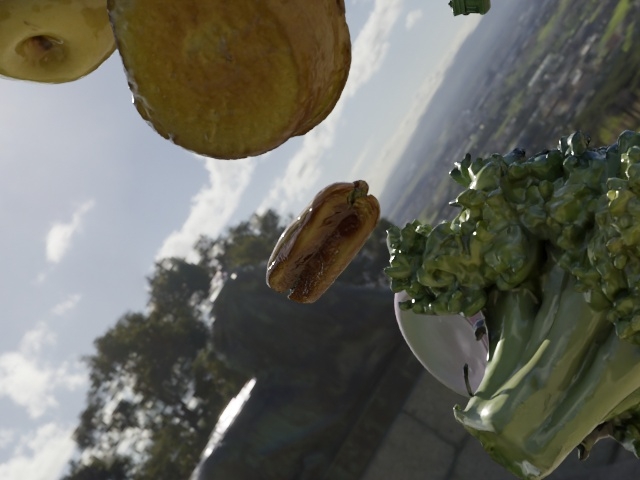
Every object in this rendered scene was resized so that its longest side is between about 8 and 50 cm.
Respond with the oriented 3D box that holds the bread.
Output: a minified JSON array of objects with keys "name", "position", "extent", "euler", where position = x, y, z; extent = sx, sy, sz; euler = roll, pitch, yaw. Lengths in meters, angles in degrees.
[{"name":"bread","position":[-0.091,-0.205,0.919],"extent":[0.268,0.268,0.145],"euler":[-59,1,40]}]

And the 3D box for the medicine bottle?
[{"name":"medicine bottle","position":[0.312,0.044,1.344],"extent":[0.388,0.219,0.219],"euler":[-35,-12,-27]}]

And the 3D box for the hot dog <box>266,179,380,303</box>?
[{"name":"hot dog","position":[0.000,0.000,1.269],"extent":[0.249,0.100,0.068],"euler":[-52,13,43]}]

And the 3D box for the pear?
[{"name":"pear","position":[-0.378,-0.364,1.237],"extent":[0.309,0.309,0.309],"euler":[-58,-1,-2]}]

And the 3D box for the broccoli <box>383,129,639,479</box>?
[{"name":"broccoli","position":[0.233,0.078,0.764],"extent":[0.281,0.293,0.348],"euler":[-45,25,-20]}]

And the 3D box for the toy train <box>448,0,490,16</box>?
[{"name":"toy train","position":[0.206,-0.355,1.259],"extent":[0.038,0.056,0.093],"euler":[-58,-33,-40]}]
